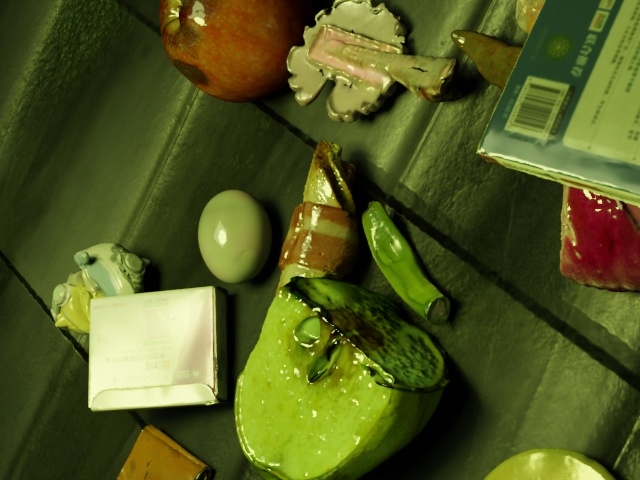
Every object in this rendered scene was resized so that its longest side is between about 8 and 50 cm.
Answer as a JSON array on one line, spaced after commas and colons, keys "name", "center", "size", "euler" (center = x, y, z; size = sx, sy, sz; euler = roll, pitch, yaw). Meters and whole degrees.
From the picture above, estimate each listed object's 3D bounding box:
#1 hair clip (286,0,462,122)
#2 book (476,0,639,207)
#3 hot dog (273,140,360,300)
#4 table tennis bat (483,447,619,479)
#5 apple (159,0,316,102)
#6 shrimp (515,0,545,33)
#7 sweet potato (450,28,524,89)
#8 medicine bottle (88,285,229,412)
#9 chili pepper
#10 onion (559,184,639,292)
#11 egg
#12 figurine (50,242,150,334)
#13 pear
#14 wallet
[{"name": "hair clip", "center": [0.082, -0.226, 1.944], "size": [0.300, 0.069, 0.173], "euler": [24, 82, 47]}, {"name": "book", "center": [0.396, -0.162, 1.476], "size": [0.428, 0.039, 0.300], "euler": [20, 79, 34]}, {"name": "hot dog", "center": [0.005, 0.002, 1.942], "size": [0.123, 0.093, 0.262], "euler": [-173, 100, -73]}, {"name": "table tennis bat", "center": [0.198, 0.342, 1.647], "size": [0.368, 0.054, 0.224], "euler": [-6, 74, 43]}, {"name": "apple", "center": [-0.124, -0.312, 2.103], "size": [0.230, 0.230, 0.230], "euler": [-19, 64, 44]}, {"name": "shrimp", "center": [0.281, -0.338, 1.788], "size": [0.101, 0.042, 0.190], "euler": [22, 95, 57]}, {"name": "sweet potato", "center": [0.252, -0.193, 1.755], "size": [0.274, 0.067, 0.067], "euler": [37, 105, 42]}, {"name": "medicine bottle", "center": [-0.228, 0.157, 2.112], "size": [0.201, 0.052, 0.171], "euler": [-5, 73, 17]}, {"name": "chili pepper", "center": [0.103, 0.033, 1.855], "size": [0.052, 0.050, 0.202], "euler": [-42, 47, 11]}, {"name": "onion", "center": [0.348, -0.076, 1.556], "size": [0.247, 0.111, 0.250], "euler": [1, 77, 39]}, {"name": "egg", "center": [-0.119, -0.005, 2.074], "size": [0.103, 0.103, 0.135], "euler": [-23, 63, 42]}, {"name": "figurine", "center": [-0.329, 0.091, 2.265], "size": [0.184, 0.128, 0.208], "euler": [-51, 50, 27]}, {"name": "pear", "center": [0.024, 0.207, 1.808], "size": [0.238, 0.164, 0.255], "euler": [39, 112, 37]}, {"name": "wallet", "center": [-0.237, 0.380, 2.128], "size": [0.161, 0.042, 0.195], "euler": [27, 96, 45]}]
